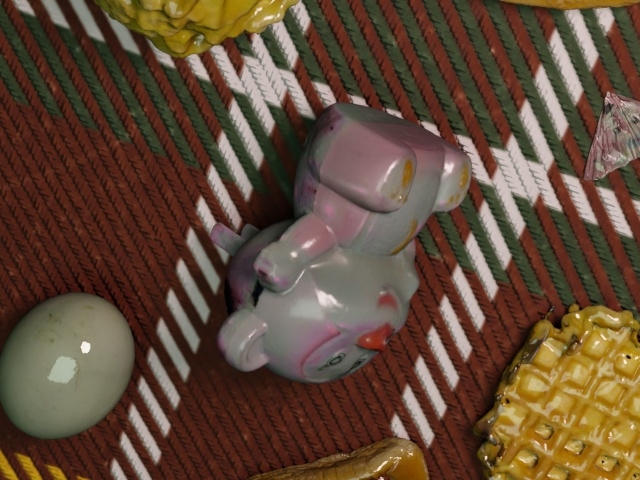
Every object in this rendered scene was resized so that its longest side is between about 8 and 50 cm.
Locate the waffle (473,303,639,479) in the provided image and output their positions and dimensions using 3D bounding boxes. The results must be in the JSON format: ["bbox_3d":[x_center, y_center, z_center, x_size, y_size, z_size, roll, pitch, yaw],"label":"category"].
[{"bbox_3d":[0.300,0.211,1.737,0.262,0.060,0.280,-17,108,14],"label":"waffle"}]

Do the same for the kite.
[{"bbox_3d":[0.347,-0.096,1.634,0.139,0.011,0.156,-30,103,22],"label":"kite"}]

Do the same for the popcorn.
[{"bbox_3d":[-0.121,-0.306,1.521,0.225,0.249,0.249,21,117,-32],"label":"popcorn"}]

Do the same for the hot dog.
[{"bbox_3d":[0.011,0.304,1.813,0.242,0.073,0.084,-16,104,14],"label":"hot dog"}]

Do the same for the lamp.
[{"bbox_3d":[0.000,0.000,1.635,0.247,0.247,0.301,33,109,28],"label":"lamp"}]

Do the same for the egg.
[{"bbox_3d":[-0.297,0.147,1.753,0.149,0.149,0.192,36,116,-6],"label":"egg"}]

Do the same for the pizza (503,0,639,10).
[{"bbox_3d":[0.270,-0.368,1.500,0.280,0.075,0.287,-14,109,13],"label":"pizza"}]
